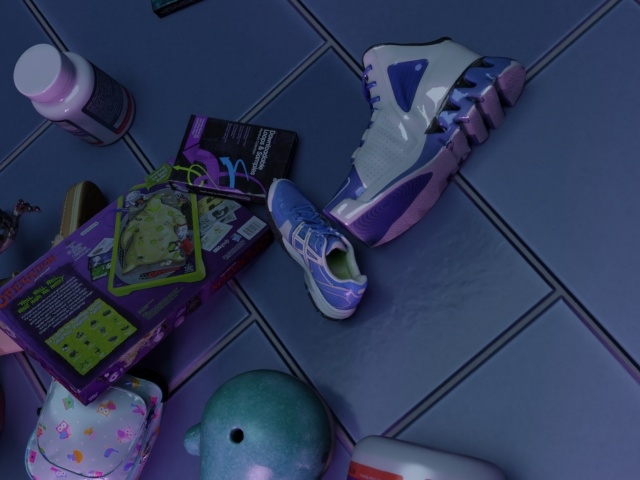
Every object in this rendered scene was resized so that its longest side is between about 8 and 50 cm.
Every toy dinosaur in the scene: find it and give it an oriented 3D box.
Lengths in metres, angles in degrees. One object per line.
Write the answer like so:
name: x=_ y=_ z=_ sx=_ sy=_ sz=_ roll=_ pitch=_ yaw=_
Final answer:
toy dinosaur: x=-0.477 y=-0.005 z=1.358 sx=0.118 sy=0.064 sz=0.268 roll=-40 pitch=30 yaw=21

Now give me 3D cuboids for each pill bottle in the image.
pill bottle: x=0.094 y=0.394 z=1.042 sx=0.181 sy=0.181 sz=0.323 roll=9 pitch=79 yaw=23
pill bottle: x=-0.370 y=-0.220 z=1.387 sx=0.108 sy=0.180 sz=0.108 roll=-5 pitch=74 yaw=19

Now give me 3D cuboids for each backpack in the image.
backpack: x=-0.306 y=0.259 z=1.246 sx=0.166 sy=0.144 sz=0.188 roll=19 pitch=92 yaw=-2

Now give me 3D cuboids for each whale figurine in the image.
whale figurine: x=-0.097 y=0.294 z=1.164 sx=0.216 sy=0.141 sz=0.272 roll=25 pitch=86 yaw=24

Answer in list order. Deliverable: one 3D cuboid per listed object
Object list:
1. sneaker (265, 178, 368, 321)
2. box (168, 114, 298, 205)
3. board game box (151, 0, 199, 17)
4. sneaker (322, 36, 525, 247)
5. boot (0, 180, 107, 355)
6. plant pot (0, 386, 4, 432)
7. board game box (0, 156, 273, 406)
sneaker: x=0.000 y=0.000 z=1.229 sx=0.211 sy=0.080 sz=0.081 roll=58 pitch=141 yaw=15
box: x=-0.123 y=-0.115 z=1.317 sx=0.162 sy=0.029 sz=0.116 roll=10 pitch=66 yaw=9
board game box: x=-0.189 y=-0.443 z=1.465 sx=0.186 sy=0.026 sz=0.126 roll=-18 pitch=70 yaw=16
sneaker: x=0.104 y=-0.153 z=1.231 sx=0.315 sy=0.127 sz=0.182 roll=-47 pitch=61 yaw=-4
boot: x=-0.420 y=0.045 z=1.385 sx=0.203 sy=0.095 sz=0.262 roll=-6 pitch=76 yaw=21
plant pot: x=-0.599 y=0.250 z=1.345 sx=0.201 sy=0.180 sz=0.201 roll=-6 pitch=73 yaw=20
board game box: x=-0.256 y=0.042 z=1.260 sx=0.208 sy=0.056 sz=0.347 roll=37 pitch=62 yaw=22
